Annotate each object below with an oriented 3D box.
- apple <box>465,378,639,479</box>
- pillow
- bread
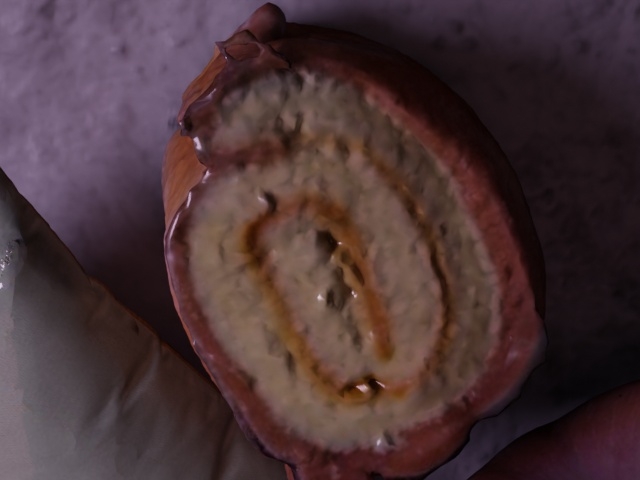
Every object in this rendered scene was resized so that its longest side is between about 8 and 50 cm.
[{"bbox_3d":[0.185,0.215,0.660,0.305,0.306,0.235,-28,101,3],"label":"apple"},{"bbox_3d":[-0.177,0.158,0.699,0.312,0.119,0.310,-41,112,5],"label":"pillow"},{"bbox_3d":[0.010,-0.007,0.667,0.190,0.123,0.244,-30,108,-1],"label":"bread"}]
